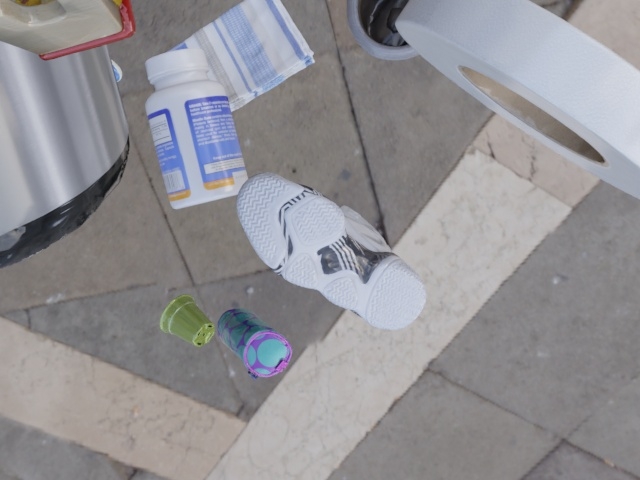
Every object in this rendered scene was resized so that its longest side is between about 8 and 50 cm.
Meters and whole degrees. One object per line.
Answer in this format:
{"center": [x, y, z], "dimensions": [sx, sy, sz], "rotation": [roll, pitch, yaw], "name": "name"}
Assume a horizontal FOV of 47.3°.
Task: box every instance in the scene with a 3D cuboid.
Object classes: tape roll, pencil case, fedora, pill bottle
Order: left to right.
{"center": [-0.233, -0.205, 1.345], "dimensions": [0.152, 0.152, 0.272], "rotation": [-13, 95, 6], "name": "pill bottle"}
{"center": [-0.092, 0.136, 0.984], "dimensions": [0.064, 0.151, 0.070], "rotation": [-38, 110, -12], "name": "pencil case"}
{"center": [0.186, -0.541, 1.694], "dimensions": [0.243, 0.124, 0.276], "rotation": [13, 89, 6], "name": "fedora"}
{"center": [0.262, -0.169, 0.841], "dimensions": [0.392, 0.392, 0.072], "rotation": [30, 102, -19], "name": "tape roll"}

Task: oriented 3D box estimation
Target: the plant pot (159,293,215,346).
{"center": [-0.238, 0.155, 1.342], "dimensions": [0.079, 0.083, 0.083], "rotation": [33, 125, 28], "name": "plant pot"}

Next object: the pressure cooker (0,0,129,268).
{"center": [-0.383, -0.210, 0.614], "dimensions": [0.369, 0.375, 0.421], "rotation": [-16, 125, -16], "name": "pressure cooker"}

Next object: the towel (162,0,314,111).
{"center": [-0.175, -0.386, 1.528], "dimensions": [0.285, 0.034, 0.209], "rotation": [-30, 75, 8], "name": "towel"}

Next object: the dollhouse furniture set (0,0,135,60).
{"center": [-0.122, -0.314, 0.453], "dimensions": [0.201, 0.152, 0.374], "rotation": [-13, 88, 10], "name": "dollhouse furniture set"}

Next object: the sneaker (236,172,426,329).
{"center": [0.000, 0.000, 1.196], "dimensions": [0.365, 0.210, 0.137], "rotation": [35, 97, -25], "name": "sneaker"}

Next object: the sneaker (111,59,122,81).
{"center": [-0.513, -0.377, 1.586], "dimensions": [0.152, 0.085, 0.058], "rotation": [32, 131, -16], "name": "sneaker"}
